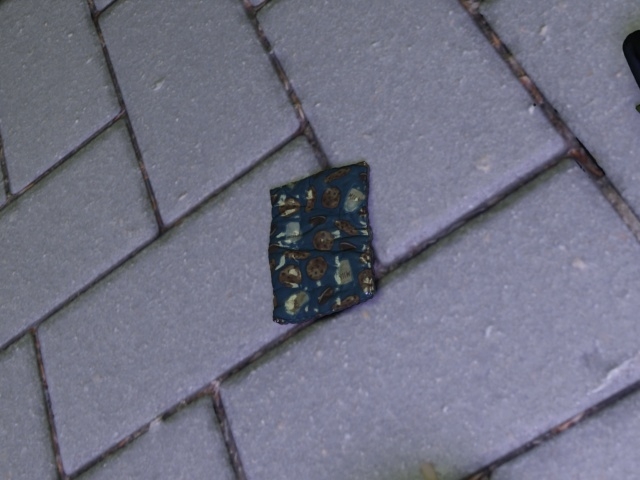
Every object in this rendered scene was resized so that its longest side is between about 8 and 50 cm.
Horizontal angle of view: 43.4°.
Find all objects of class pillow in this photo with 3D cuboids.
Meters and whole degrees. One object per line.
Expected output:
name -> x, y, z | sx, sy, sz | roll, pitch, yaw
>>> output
pillow -> -0.001, 0.002, 1.283 | 0.189, 0.034, 0.255 | -16, 61, 24

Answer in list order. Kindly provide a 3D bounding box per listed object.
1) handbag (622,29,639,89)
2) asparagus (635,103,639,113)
handbag -> 0.512, -0.254, 0.949 | 0.302, 0.178, 0.275 | -37, 61, 35
asparagus -> 0.463, -0.146, 1.084 | 0.015, 0.014, 0.114 | -48, 51, 27
